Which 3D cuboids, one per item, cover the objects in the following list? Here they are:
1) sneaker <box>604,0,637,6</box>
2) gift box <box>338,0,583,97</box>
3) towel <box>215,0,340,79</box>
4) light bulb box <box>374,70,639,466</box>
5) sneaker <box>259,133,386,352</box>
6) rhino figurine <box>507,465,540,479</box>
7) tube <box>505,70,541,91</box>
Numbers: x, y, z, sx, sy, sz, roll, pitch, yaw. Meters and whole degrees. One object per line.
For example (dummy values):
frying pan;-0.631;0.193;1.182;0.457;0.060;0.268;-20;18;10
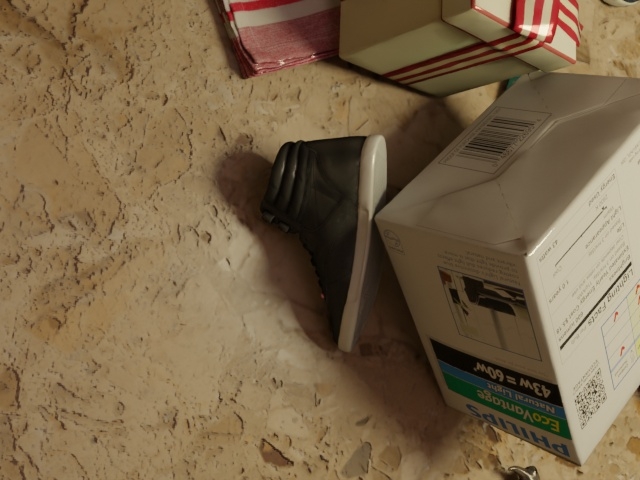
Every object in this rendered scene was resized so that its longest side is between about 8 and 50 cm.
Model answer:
sneaker;0.534;-0.584;1.360;0.131;0.148;0.349;-12;91;-31
gift box;0.204;-0.348;1.061;0.276;0.258;0.255;4;82;-42
towel;-0.054;-0.397;1.065;0.237;0.037;0.328;-24;97;-31
light bulb box;0.308;0.025;1.065;0.358;0.225;0.361;-42;128;-27
sneaker;0.000;0.000;1.032;0.104;0.147;0.295;-50;146;-61
rhino figurine;0.341;0.431;1.195;0.106;0.073;0.243;-39;103;-30
tube;0.321;-0.236;1.253;0.052;0.080;0.207;40;62;-51
